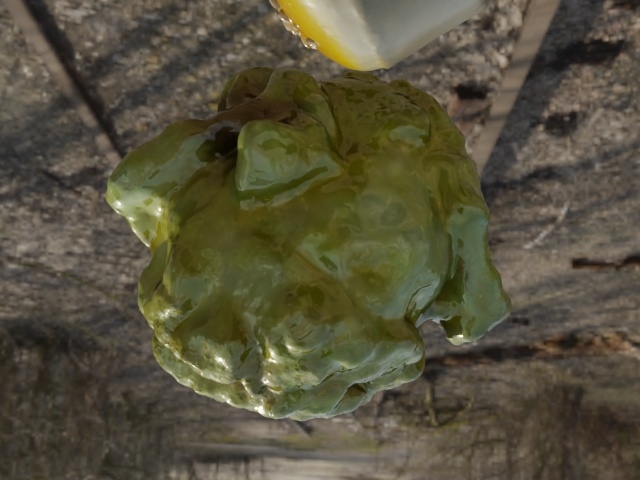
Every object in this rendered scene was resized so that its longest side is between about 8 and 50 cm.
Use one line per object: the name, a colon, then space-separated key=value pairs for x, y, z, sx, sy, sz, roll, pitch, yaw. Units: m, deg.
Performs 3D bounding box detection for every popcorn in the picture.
popcorn: x=0.000 y=0.000 z=0.579 sx=0.255 sy=0.256 sz=0.195 roll=36 pitch=160 yaw=1

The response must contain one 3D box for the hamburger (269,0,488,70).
hamburger: x=-0.001 y=-0.167 z=0.328 sx=0.116 sy=0.173 sz=0.210 roll=-8 pitch=139 yaw=18
